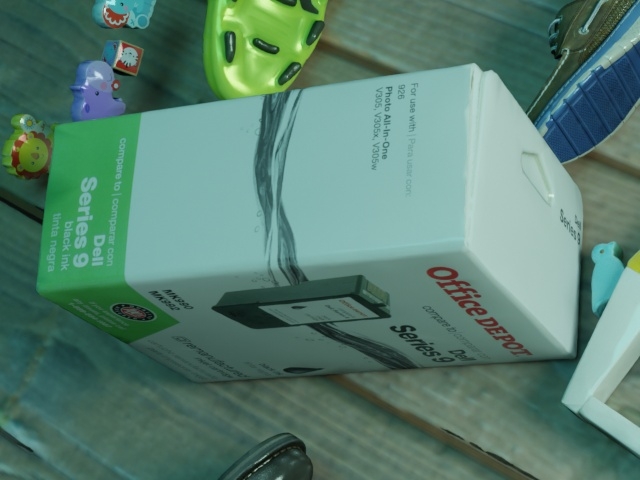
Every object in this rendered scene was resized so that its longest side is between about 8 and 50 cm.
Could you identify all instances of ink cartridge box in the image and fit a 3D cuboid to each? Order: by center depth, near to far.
[{"bbox_3d":[0.000,0.000,1.028,0.289,0.211,0.121,-6,66,26],"label":"ink cartridge box"}]

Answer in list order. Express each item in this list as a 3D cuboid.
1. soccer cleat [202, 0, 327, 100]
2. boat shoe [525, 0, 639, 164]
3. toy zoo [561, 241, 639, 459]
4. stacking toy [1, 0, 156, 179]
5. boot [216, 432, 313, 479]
[{"bbox_3d":[-0.053,-0.229,1.243,0.121,0.093,0.289,-20,62,54],"label":"soccer cleat"},{"bbox_3d":[0.189,-0.128,1.078,0.183,0.066,0.066,-47,51,-9],"label":"boat shoe"},{"bbox_3d":[0.278,0.076,0.960,0.293,0.030,0.192,36,89,33],"label":"toy zoo"},{"bbox_3d":[-0.160,-0.148,1.220,0.167,0.052,0.221,7,81,52],"label":"stacking toy"},{"bbox_3d":[0.005,0.273,1.000,0.229,0.091,0.263,20,77,24],"label":"boot"}]
